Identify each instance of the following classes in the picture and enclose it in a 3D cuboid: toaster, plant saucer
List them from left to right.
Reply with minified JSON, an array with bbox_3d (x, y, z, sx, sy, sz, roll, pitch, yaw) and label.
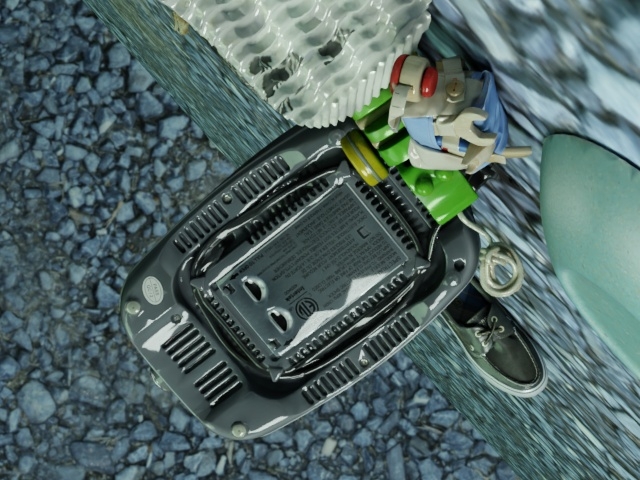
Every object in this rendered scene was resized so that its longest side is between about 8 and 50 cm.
[{"bbox_3d":[0.000,0.000,0.811,0.129,0.227,0.146,49,-167,-8],"label":"toaster"},{"bbox_3d":[0.152,0.038,0.616,0.195,0.037,0.195,47,177,3],"label":"plant saucer"}]

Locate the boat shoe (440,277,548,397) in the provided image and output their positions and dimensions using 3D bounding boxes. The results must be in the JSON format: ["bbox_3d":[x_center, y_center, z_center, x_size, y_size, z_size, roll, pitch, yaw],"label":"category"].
[{"bbox_3d":[0.126,0.066,1.140,0.142,0.049,0.040,49,176,17],"label":"boat shoe"}]

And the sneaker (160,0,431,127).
[{"bbox_3d":[-0.063,-0.156,0.540,0.146,0.102,0.293,46,176,29],"label":"sneaker"}]

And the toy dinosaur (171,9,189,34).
[{"bbox_3d":[-0.173,-0.255,1.303,0.092,0.053,0.183,27,173,32],"label":"toy dinosaur"}]

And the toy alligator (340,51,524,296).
[{"bbox_3d":[0.044,-0.045,0.690,0.190,0.056,0.051,54,-172,-8],"label":"toy alligator"}]

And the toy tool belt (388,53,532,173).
[{"bbox_3d":[0.064,-0.056,0.626,0.051,0.052,0.083,13,167,19],"label":"toy tool belt"}]
